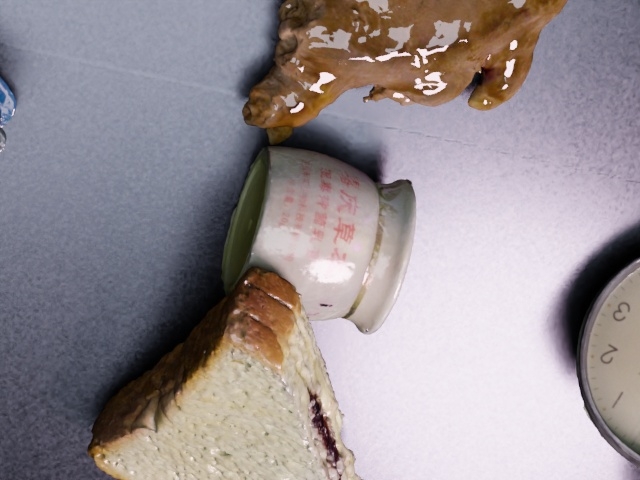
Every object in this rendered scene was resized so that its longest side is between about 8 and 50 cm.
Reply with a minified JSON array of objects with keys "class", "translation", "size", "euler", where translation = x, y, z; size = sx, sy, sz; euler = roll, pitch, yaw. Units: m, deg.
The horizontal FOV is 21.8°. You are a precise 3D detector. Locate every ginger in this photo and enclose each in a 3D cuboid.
[{"class":"ginger","translation":[0.086,-0.178,1.443],"size":[0.333,0.080,0.166],"euler":[-16,123,-9]}]

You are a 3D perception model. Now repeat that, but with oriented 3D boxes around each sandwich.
[{"class":"sandwich","translation":[-0.040,0.170,1.455],"size":[0.254,0.099,0.288],"euler":[35,136,-10]}]

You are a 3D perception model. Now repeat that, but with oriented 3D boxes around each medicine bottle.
[{"class":"medicine bottle","translation":[0.000,0.000,1.447],"size":[0.143,0.147,0.147],"euler":[15,105,-12]}]

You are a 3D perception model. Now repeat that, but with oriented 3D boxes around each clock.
[{"class":"clock","translation":[0.344,0.108,1.514],"size":[0.226,0.049,0.226],"euler":[-3,75,13]}]

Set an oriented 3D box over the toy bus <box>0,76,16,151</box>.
[{"class":"toy bus","translation":[-0.405,-0.039,1.361],"size":[0.312,0.190,0.152],"euler":[-44,107,7]}]
